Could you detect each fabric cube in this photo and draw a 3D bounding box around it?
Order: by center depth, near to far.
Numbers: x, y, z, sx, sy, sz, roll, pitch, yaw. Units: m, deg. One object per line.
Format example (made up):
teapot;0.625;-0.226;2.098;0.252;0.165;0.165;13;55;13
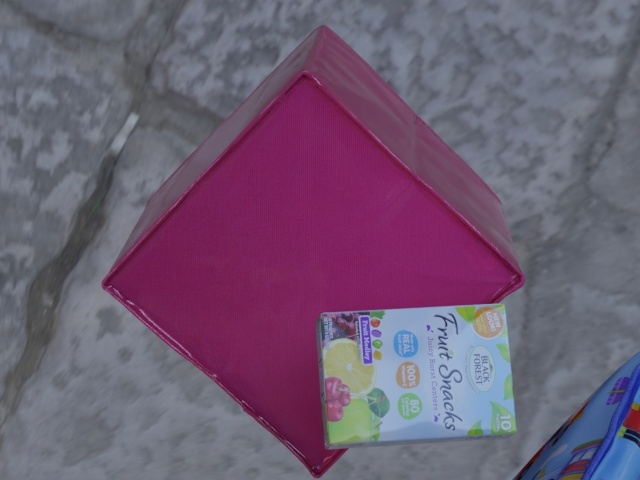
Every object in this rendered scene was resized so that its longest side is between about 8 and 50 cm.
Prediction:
fabric cube;0.000;0.000;1.406;0.259;0.258;0.254;44;102;-9

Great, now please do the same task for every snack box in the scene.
snack box;0.071;0.101;1.199;0.141;0.037;0.100;-2;77;-5

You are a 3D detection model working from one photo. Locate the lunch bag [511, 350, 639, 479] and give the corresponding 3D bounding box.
lunch bag;0.088;0.207;0.744;0.138;0.221;0.293;44;44;13
